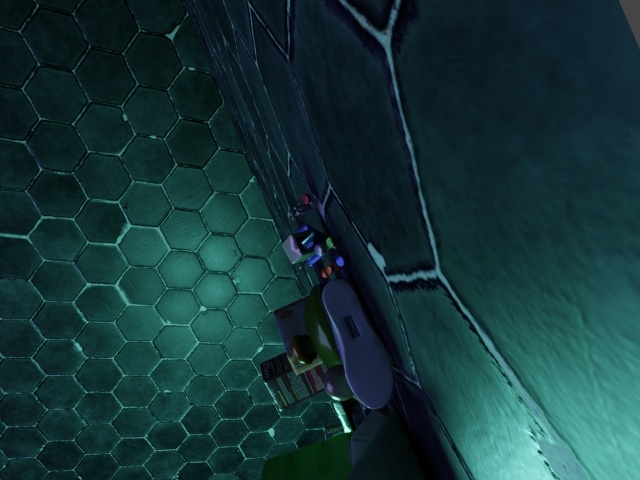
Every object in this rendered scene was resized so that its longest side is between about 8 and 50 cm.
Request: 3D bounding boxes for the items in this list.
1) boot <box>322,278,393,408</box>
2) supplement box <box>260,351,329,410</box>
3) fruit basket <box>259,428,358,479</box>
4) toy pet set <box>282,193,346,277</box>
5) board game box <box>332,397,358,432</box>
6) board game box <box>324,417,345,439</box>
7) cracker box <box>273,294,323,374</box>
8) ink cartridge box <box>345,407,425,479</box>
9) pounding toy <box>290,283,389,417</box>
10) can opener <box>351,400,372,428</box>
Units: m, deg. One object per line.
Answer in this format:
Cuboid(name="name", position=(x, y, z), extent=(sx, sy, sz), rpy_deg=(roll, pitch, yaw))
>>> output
Cuboid(name="boot", position=(0.058, 0.150, 0.635), extent=(0.086, 0.069, 0.189), rpy_deg=(62, -170, -73))
Cuboid(name="supplement box", position=(-0.028, 0.350, 1.152), extent=(0.073, 0.240, 0.130), rpy_deg=(-124, 14, -59))
Cuboid(name="fruit basket", position=(0.058, 0.626, 0.875), extent=(0.392, 0.392, 0.282), rpy_deg=(-126, 15, -62))
Cuboid(name="toy pet set", position=(0.000, 0.000, 0.662), extent=(0.114, 0.065, 0.122), rpy_deg=(-42, 71, 46))
Cuboid(name="board game box", position=(0.104, 0.471, 1.125), extent=(0.136, 0.030, 0.259), rpy_deg=(-55, -49, -55))
Cuboid(name="board game box", position=(0.110, 0.617, 1.371), extent=(0.060, 0.194, 0.194), rpy_deg=(-175, 76, -81))
Cuboid(name="cracker box", position=(-0.027, 0.233, 1.117), extent=(0.232, 0.156, 0.067), rpy_deg=(-129, 17, -67))
Cuboid(name="ink cartridge box", position=(0.090, 0.422, 0.693), extent=(0.066, 0.232, 0.189), rpy_deg=(-19, 95, 43))
Cuboid(name="pounding toy", position=(0.007, 0.199, 0.747), extent=(0.183, 0.110, 0.236), rpy_deg=(52, -169, -44))
Cuboid(name="can opener", position=(0.100, 0.374, 1.036), extent=(0.059, 0.073, 0.186), rpy_deg=(57, -162, -84))
